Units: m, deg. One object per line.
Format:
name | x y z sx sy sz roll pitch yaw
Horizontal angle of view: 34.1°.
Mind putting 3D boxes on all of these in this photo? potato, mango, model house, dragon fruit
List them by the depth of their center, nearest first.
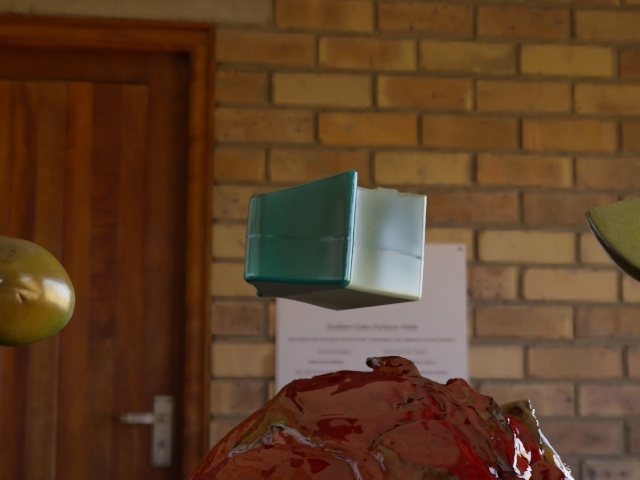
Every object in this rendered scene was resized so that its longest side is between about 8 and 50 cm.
dragon fruit | 0.022 0.232 0.739 0.342 0.277 0.277 -36 -11 6
model house | 0.000 0.000 0.906 0.149 0.101 0.127 12 -15 -37
mango | -0.365 0.046 1.123 0.251 0.114 0.156 11 -3 44
potato | 0.359 0.027 1.129 0.120 0.149 0.081 -13 -34 -12
